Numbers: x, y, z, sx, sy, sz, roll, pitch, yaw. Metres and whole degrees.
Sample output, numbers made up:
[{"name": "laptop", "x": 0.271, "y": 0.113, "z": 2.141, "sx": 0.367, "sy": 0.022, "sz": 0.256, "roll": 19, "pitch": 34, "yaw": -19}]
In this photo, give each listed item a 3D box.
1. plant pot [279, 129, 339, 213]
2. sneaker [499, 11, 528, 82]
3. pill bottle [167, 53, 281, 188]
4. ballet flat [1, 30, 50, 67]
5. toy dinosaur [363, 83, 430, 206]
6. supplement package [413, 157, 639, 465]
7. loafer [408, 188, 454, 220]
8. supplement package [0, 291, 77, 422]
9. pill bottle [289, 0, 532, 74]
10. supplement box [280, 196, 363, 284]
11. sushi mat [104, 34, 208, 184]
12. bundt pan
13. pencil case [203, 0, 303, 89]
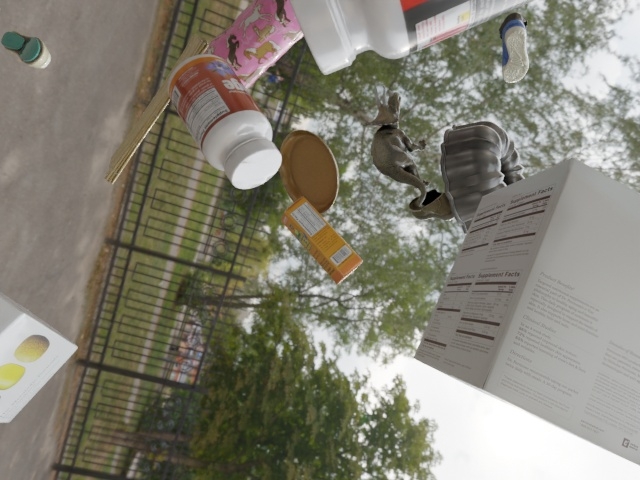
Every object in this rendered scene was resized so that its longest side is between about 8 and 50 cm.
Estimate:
[{"name": "plant pot", "x": -0.028, "y": -0.188, "z": 1.183, "sx": 0.032, "sy": 0.236, "sz": 0.236, "roll": -24, "pitch": 154, "yaw": -39}, {"name": "sneaker", "x": 0.438, "y": -0.438, "z": 0.970, "sx": 0.152, "sy": 0.058, "sz": 0.084, "roll": 48, "pitch": 45, "yaw": -54}, {"name": "pill bottle", "x": -0.156, "y": -0.195, "z": 0.716, "sx": 0.216, "sy": 0.121, "sz": 0.121, "roll": 56, "pitch": -35, "yaw": 19}, {"name": "ballet flat", "x": -0.842, "y": -0.553, "z": 1.256, "sx": 0.086, "sy": 0.248, "sz": 0.086, "roll": -36, "pitch": 145, "yaw": -30}, {"name": "toy dinosaur", "x": 0.169, "y": -0.195, "z": 0.996, "sx": 0.121, "sy": 0.160, "sz": 0.313, "roll": -36, "pitch": -139, "yaw": 46}, {"name": "supplement package", "x": 0.283, "y": 0.081, "z": 0.529, "sx": 0.262, "sy": 0.199, "sz": 0.198, "roll": -64, "pitch": -176, "yaw": -9}, {"name": "loafer", "x": 0.341, "y": -0.120, "z": 1.310, "sx": 0.094, "sy": 0.087, "sz": 0.251, "roll": -45, "pitch": -165, "yaw": -10}, {"name": "supplement package", "x": -0.439, "y": 0.135, "z": 0.543, "sx": 0.139, "sy": 0.134, "sz": 0.244, "roll": -55, "pitch": 180, "yaw": -27}, {"name": "pill bottle", "x": 0.140, "y": -0.365, "z": 0.543, "sx": 0.210, "sy": 0.363, "sz": 0.210, "roll": -20, "pitch": 90, "yaw": -78}, {"name": "supplement box", "x": 0.000, "y": 0.000, "z": 1.126, "sx": 0.080, "sy": 0.233, "sz": 0.078, "roll": -37, "pitch": 172, "yaw": -23}, {"name": "sushi mat", "x": -0.318, "y": -0.260, "z": 0.826, "sx": 0.316, "sy": 0.019, "sz": 0.151, "roll": -51, "pitch": -148, "yaw": 9}, {"name": "bundt pan", "x": 0.448, "y": -0.165, "z": 1.132, "sx": 0.124, "sy": 0.331, "sz": 0.330, "roll": -14, "pitch": -126, "yaw": 42}, {"name": "pencil case", "x": -0.142, "y": -0.530, "z": 1.079, "sx": 0.386, "sy": 0.167, "sz": 0.160, "roll": -31, "pitch": 174, "yaw": 27}]
